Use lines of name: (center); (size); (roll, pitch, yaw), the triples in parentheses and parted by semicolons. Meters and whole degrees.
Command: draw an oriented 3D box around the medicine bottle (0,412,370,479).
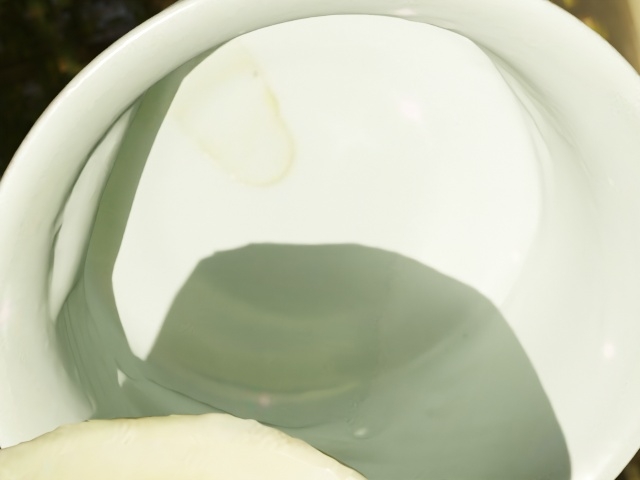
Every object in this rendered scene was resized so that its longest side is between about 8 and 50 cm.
medicine bottle: (-0.088, 0.282, 0.811); (0.406, 0.235, 0.236); (111, 153, -45)

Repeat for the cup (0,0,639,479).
cup: (0.000, 0.000, 0.975); (0.163, 0.347, 0.347); (-110, 2, -61)
